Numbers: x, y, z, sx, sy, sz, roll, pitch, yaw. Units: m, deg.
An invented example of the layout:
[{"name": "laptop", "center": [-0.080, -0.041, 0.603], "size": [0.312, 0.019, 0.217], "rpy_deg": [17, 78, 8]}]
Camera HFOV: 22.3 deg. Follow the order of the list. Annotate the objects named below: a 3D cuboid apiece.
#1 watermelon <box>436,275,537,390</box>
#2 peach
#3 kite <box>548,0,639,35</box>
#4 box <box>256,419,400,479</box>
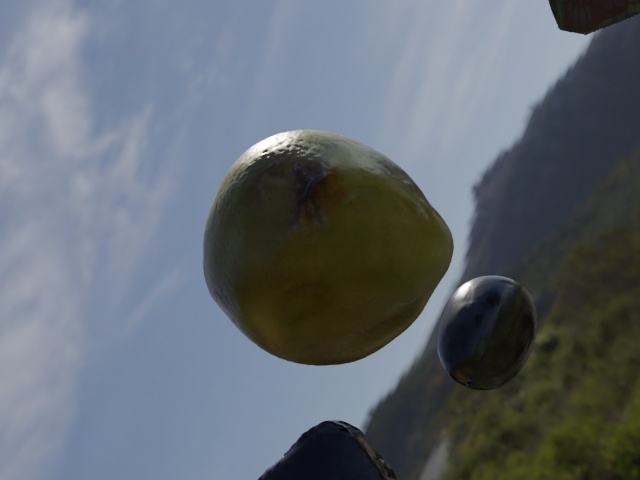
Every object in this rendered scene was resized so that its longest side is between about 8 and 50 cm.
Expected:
[{"name": "watermelon", "center": [0.132, 0.074, 1.293], "size": [0.111, 0.078, 0.078], "rpy_deg": [-65, -8, -49]}, {"name": "peach", "center": [-0.002, 0.005, 2.067], "size": [0.314, 0.281, 0.315], "rpy_deg": [-34, -28, 20]}, {"name": "kite", "center": [0.379, -0.331, 1.675], "size": [0.022, 0.360, 0.204], "rpy_deg": [-171, 72, -73]}, {"name": "box", "center": [0.004, 0.435, 1.868], "size": [0.350, 0.359, 0.091], "rpy_deg": [-43, -19, 17]}]
